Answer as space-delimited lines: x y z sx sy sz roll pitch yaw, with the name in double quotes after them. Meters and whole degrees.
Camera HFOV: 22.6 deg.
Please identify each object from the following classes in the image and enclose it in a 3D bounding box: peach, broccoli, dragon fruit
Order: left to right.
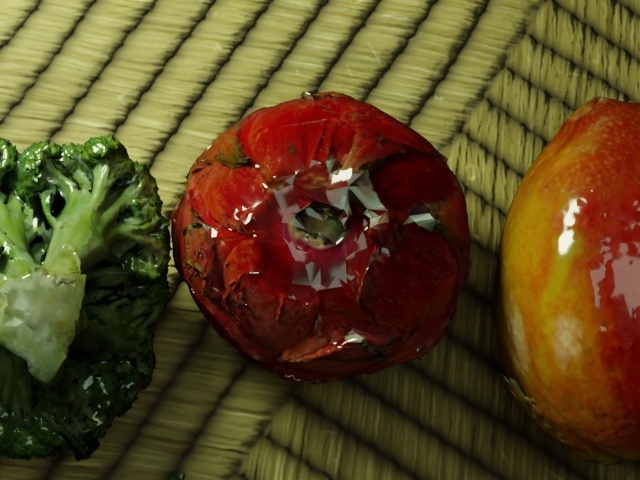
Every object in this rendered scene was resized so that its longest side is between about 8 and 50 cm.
-0.282 0.049 1.481 0.304 0.283 0.321 9 91 -15 "broccoli"
0.000 0.000 1.554 0.296 0.302 0.295 0 91 2 "dragon fruit"
0.324 0.036 1.587 0.373 0.290 0.372 2 81 -14 "peach"

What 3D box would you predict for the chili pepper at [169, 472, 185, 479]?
-0.160 0.262 1.574 0.027 0.022 0.083 45 76 3 "chili pepper"
